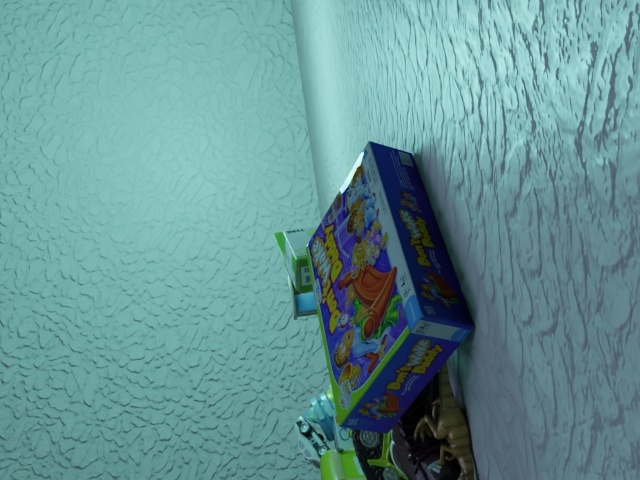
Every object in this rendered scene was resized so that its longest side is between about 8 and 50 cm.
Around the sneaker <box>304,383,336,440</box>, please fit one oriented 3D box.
[{"bbox_3d":[0.049,0.409,2.279,0.127,0.208,0.319,91,170,-81],"label":"sneaker"}]

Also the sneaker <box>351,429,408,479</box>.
[{"bbox_3d":[0.132,0.289,1.529,0.147,0.145,0.384,4,-107,-62],"label":"sneaker"}]

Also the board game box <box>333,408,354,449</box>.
[{"bbox_3d":[0.112,0.504,1.983,0.275,0.144,0.142,86,174,-61],"label":"board game box"}]

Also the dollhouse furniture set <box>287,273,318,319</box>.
[{"bbox_3d":[0.000,0.060,2.369,0.303,0.198,0.286,90,171,-65],"label":"dollhouse furniture set"}]

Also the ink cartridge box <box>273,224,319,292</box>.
[{"bbox_3d":[0.000,0.000,1.939,0.255,0.189,0.097,-118,22,-53],"label":"ink cartridge box"}]

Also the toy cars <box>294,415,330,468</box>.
[{"bbox_3d":[0.051,0.653,2.227,0.393,0.087,0.176,48,175,3],"label":"toy cars"}]

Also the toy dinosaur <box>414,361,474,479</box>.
[{"bbox_3d":[0.177,0.238,1.118,0.112,0.064,0.211,-16,87,63],"label":"toy dinosaur"}]

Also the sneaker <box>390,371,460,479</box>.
[{"bbox_3d":[0.157,0.280,1.216,0.162,0.106,0.281,-121,13,-62],"label":"sneaker"}]

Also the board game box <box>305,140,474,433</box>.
[{"bbox_3d":[0.081,0.059,1.158,0.347,0.078,0.233,-102,33,-46],"label":"board game box"}]

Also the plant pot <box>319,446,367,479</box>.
[{"bbox_3d":[0.102,0.542,1.652,0.228,0.227,0.207,-112,20,-78],"label":"plant pot"}]
